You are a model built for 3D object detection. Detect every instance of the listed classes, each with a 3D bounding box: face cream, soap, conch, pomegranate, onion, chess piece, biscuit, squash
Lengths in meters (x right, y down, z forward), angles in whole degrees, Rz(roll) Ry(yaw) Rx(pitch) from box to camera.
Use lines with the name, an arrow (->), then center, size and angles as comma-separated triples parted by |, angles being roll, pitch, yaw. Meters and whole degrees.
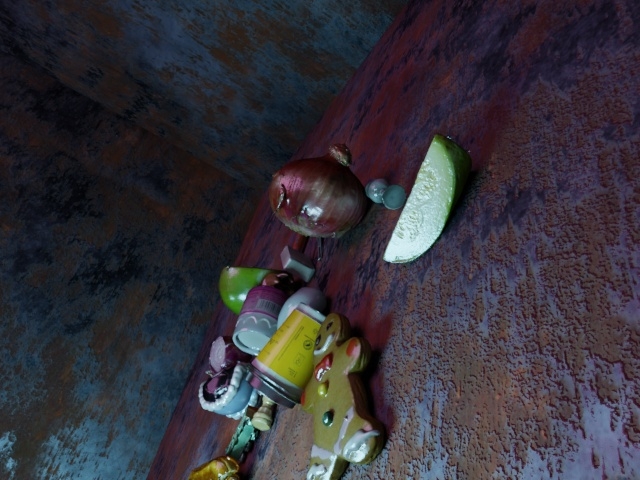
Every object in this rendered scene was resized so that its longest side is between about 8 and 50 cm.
face cream -> -0.203, 0.284, 1.611 | 0.175, 0.175, 0.195 | -46, 20, 43
soap -> -0.093, 0.090, 1.840 | 0.064, 0.121, 0.183 | -58, 16, 9
conch -> -0.073, 0.250, 1.509 | 0.221, 0.121, 0.185 | -54, -10, -9
pomegranate -> -0.237, 0.215, 1.827 | 0.358, 0.310, 0.216 | 2, 81, 52
onion -> -0.012, -0.146, 1.579 | 0.353, 0.354, 0.353 | -53, 18, 26
chess piece -> -0.174, 0.540, 1.469 | 0.066, 0.066, 0.122 | -46, 18, 42
onion -> -0.352, 0.490, 1.870 | 0.207, 0.201, 0.200 | -23, 41, 59
biscuit -> 0.023, 0.347, 1.097 | 0.283, 0.064, 0.432 | -52, 26, 32
squash -> 0.252, -0.075, 1.077 | 0.288, 0.111, 0.203 | -60, -17, -5

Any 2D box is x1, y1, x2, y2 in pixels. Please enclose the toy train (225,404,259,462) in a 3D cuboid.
toy train -> -0.258, 0.654, 1.528 | 0.176, 0.074, 0.118 | -63, 6, 12

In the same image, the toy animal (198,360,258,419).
toy animal -> -0.320, 0.556, 1.655 | 0.208, 0.204, 0.156 | -29, 44, 16

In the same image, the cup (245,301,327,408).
cup -> -0.079, 0.330, 1.326 | 0.279, 0.196, 0.196 | -57, 15, -14

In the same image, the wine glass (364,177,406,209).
wine glass -> 0.199, -0.151, 1.433 | 0.079, 0.079, 0.195 | -60, 17, 6

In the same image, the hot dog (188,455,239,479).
hot dog -> -0.329, 0.780, 1.444 | 0.349, 0.117, 0.158 | -48, 41, 44

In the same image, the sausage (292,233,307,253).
sausage -> -0.093, 0.005, 2.097 | 0.053, 0.053, 0.347 | -38, 28, 53

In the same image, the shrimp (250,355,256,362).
shrimp -> -0.187, 0.374, 1.757 | 0.289, 0.075, 0.178 | -58, 11, 12

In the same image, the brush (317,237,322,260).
brush -> 0.000, 0.000, 1.891 | 0.062, 0.027, 0.266 | -52, 23, 31
